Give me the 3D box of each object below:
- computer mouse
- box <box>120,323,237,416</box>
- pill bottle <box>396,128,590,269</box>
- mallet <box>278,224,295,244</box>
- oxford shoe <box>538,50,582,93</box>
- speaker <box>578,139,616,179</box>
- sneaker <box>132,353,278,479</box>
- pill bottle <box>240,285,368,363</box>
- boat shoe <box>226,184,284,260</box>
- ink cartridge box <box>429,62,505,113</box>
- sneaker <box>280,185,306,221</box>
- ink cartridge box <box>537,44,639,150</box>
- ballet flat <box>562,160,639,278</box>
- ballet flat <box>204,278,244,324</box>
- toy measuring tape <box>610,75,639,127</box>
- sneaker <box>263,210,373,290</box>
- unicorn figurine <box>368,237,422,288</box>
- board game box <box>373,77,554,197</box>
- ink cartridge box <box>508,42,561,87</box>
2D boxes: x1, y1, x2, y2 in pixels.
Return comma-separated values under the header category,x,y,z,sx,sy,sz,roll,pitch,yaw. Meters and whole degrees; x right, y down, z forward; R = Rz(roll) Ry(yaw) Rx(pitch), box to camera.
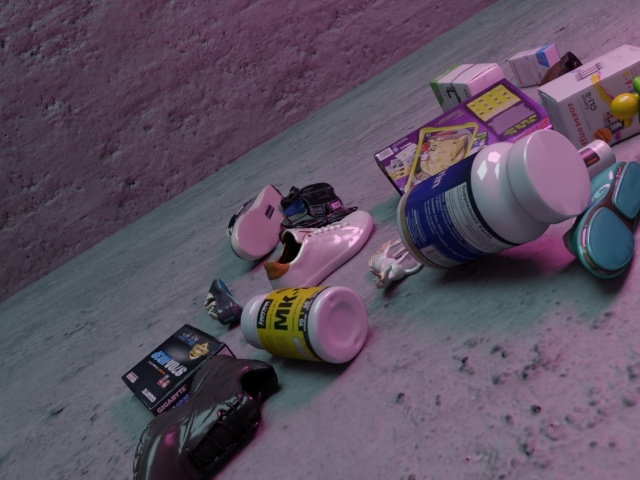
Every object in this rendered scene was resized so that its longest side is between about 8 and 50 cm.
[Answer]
category,x,y,z,sx,sy,sz,roll,pitch,yaw
computer mouse,-0.023,-0.071,1.445,0.184,0.060,0.262,-20,27,-12
box,-0.282,0.254,1.091,0.175,0.051,0.220,-41,23,-24
pill bottle,0.249,-0.055,0.833,0.153,0.153,0.264,-45,10,-33
mallet,-0.063,0.014,1.369,0.062,0.039,0.190,-28,25,2
oxford shoe,0.559,-0.354,1.299,0.096,0.083,0.227,-39,10,43
speaker,0.426,-0.114,0.941,0.136,0.055,0.055,-31,20,0
sneaker,-0.161,0.272,0.816,0.130,0.109,0.286,-11,30,31
pill bottle,-0.034,0.137,0.918,0.208,0.119,0.119,-8,31,48
boat shoe,-0.201,-0.021,1.549,0.158,0.127,0.340,-36,14,28
ink cartridge box,0.384,-0.352,1.392,0.092,0.160,0.219,-33,20,-1
sneaker,-0.043,-0.126,1.579,0.152,0.085,0.058,-30,20,3
ink cartridge box,0.522,-0.257,1.029,0.176,0.128,0.127,-26,21,16
ballet flat,0.387,-0.019,0.768,0.247,0.083,0.087,-47,1,-37
ballet flat,-0.228,0.141,1.254,0.074,0.074,0.203,-36,23,-11
toy measuring tape,0.622,-0.200,0.847,0.330,0.121,0.121,-1,29,14
sneaker,0.000,0.000,1.182,0.290,0.123,0.106,-42,21,-30
unicorn figurine,0.130,0.044,1.003,0.111,0.060,0.162,-35,5,-8
board game box,0.311,-0.206,1.207,0.347,0.056,0.208,-30,43,3
ink cartridge box,0.579,-0.467,1.486,0.052,0.088,0.122,-39,22,-19
